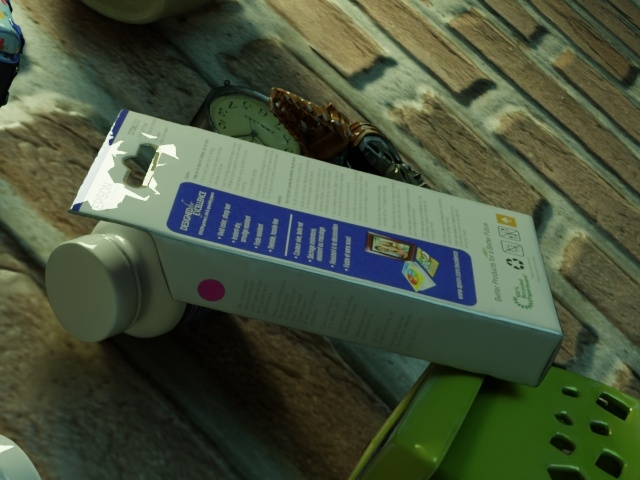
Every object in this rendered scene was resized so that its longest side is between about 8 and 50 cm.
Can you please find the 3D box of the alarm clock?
[{"bbox_3d":[-0.083,-0.093,1.077,0.129,0.064,0.192,32,33,-11],"label":"alarm clock"}]

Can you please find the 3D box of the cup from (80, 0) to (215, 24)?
[{"bbox_3d":[-0.190,-0.385,1.133,0.331,0.331,0.237,34,64,-8],"label":"cup"}]

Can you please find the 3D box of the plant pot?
[{"bbox_3d":[0.130,0.217,0.797,0.207,0.228,0.227,35,35,6],"label":"plant pot"}]

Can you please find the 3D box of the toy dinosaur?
[{"bbox_3d":[0.036,-0.048,1.048,0.322,0.164,0.218,18,39,-37],"label":"toy dinosaur"}]

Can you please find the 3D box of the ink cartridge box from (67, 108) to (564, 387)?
[{"bbox_3d":[0.000,0.000,0.800,0.371,0.069,0.176,16,31,-7],"label":"ink cartridge box"}]

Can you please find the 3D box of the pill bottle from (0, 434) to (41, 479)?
[{"bbox_3d":[-0.273,0.185,0.521,0.146,0.146,0.264,51,35,16],"label":"pill bottle"}]

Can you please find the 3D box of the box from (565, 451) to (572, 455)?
[{"bbox_3d":[0.345,0.313,1.031,0.159,0.044,0.233,-5,54,-45],"label":"box"}]

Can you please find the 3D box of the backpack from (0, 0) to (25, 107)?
[{"bbox_3d":[-0.361,-0.205,0.905,0.158,0.117,0.173,7,43,-38],"label":"backpack"}]

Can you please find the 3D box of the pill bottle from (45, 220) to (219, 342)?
[{"bbox_3d":[-0.135,0.021,0.861,0.112,0.112,0.186,50,36,15],"label":"pill bottle"}]
